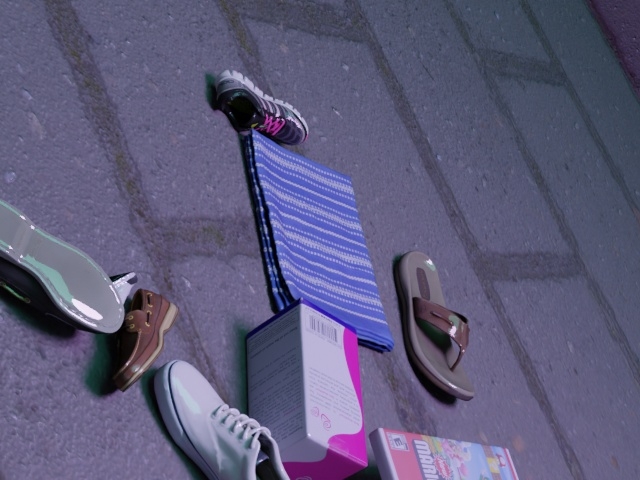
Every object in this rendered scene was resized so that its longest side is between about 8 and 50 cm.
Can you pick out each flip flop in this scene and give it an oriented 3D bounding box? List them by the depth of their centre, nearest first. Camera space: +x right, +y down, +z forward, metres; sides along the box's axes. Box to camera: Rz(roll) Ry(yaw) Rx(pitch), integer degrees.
[{"bbox_3d":[0.190,0.125,2.260,0.112,0.080,0.277,25,42,-39],"label":"flip flop"}]

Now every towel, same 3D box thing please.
[{"bbox_3d":[0.000,0.000,2.166,0.243,0.040,0.336,22,43,-43],"label":"towel"}]

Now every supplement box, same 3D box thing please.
[{"bbox_3d":[-0.020,0.205,1.871,0.111,0.114,0.220,32,36,-33],"label":"supplement box"}]

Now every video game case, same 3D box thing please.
[{"bbox_3d":[0.193,0.362,1.938,0.285,0.025,0.204,16,46,-44],"label":"video game case"}]

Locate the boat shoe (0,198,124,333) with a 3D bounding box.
[{"bbox_3d":[-0.328,0.035,1.658,0.228,0.069,0.081,42,45,-20],"label":"boat shoe"}]

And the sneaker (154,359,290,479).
[{"bbox_3d":[-0.102,0.246,1.739,0.258,0.091,0.094,56,31,1],"label":"sneaker"}]

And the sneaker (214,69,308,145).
[{"bbox_3d":[-0.094,-0.189,2.199,0.170,0.063,0.074,35,36,-21],"label":"sneaker"}]

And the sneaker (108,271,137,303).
[{"bbox_3d":[-0.257,0.072,1.758,0.109,0.040,0.043,-43,113,-55],"label":"sneaker"}]

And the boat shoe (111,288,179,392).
[{"bbox_3d":[-0.224,0.119,1.732,0.060,0.064,0.178,41,27,-13],"label":"boat shoe"}]
